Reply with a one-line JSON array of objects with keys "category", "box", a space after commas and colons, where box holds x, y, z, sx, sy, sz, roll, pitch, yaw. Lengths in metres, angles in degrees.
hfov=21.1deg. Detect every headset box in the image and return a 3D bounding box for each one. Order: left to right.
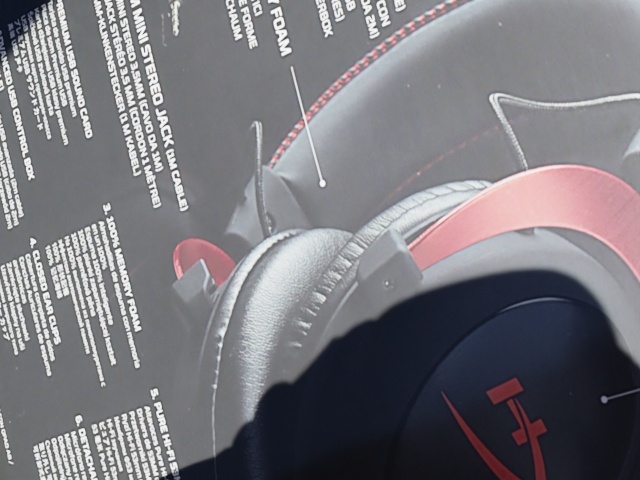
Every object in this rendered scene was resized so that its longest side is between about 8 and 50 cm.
[{"category": "headset box", "box": [0.058, 0.003, 0.375, 0.110, 0.293, 0.218, -4, -104, -52]}]
